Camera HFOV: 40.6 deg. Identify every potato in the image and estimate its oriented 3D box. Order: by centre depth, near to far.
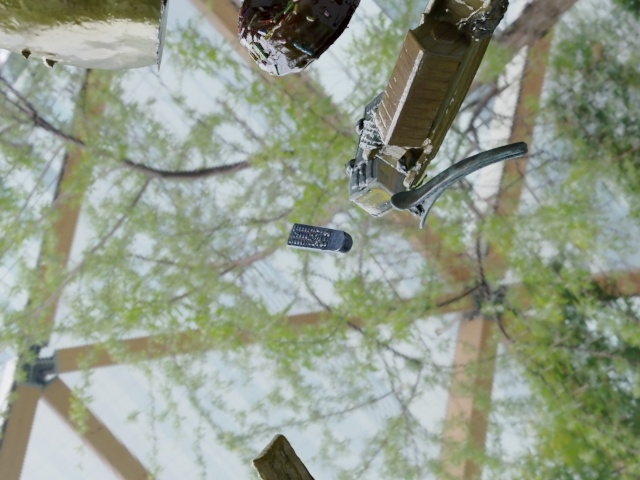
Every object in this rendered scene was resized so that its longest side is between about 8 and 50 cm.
[{"bbox_3d":[-0.273,-0.284,0.861,0.266,0.229,0.229,9,-132,-16],"label":"potato"}]

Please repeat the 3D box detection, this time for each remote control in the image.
[{"bbox_3d":[-0.001,0.000,1.411,0.027,0.152,0.044,18,-94,-38],"label":"remote control"}]

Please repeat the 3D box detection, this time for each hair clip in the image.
[{"bbox_3d":[0.200,-0.088,1.253,0.070,0.229,0.039,37,-133,-20],"label":"hair clip"}]

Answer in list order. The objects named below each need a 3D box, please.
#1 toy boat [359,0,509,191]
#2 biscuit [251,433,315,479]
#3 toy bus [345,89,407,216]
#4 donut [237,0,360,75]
[{"bbox_3d":[0.167,-0.268,1.334,0.136,0.446,0.162,37,-135,15],"label":"toy boat"},{"bbox_3d":[-0.036,0.258,0.942,0.083,0.018,0.081,56,-159,3],"label":"biscuit"},{"bbox_3d":[0.118,-0.169,1.621,0.106,0.092,0.268,37,-137,-24],"label":"toy bus"},{"bbox_3d":[-0.050,-0.377,1.395,0.096,0.216,0.230,32,-155,-42],"label":"donut"}]
